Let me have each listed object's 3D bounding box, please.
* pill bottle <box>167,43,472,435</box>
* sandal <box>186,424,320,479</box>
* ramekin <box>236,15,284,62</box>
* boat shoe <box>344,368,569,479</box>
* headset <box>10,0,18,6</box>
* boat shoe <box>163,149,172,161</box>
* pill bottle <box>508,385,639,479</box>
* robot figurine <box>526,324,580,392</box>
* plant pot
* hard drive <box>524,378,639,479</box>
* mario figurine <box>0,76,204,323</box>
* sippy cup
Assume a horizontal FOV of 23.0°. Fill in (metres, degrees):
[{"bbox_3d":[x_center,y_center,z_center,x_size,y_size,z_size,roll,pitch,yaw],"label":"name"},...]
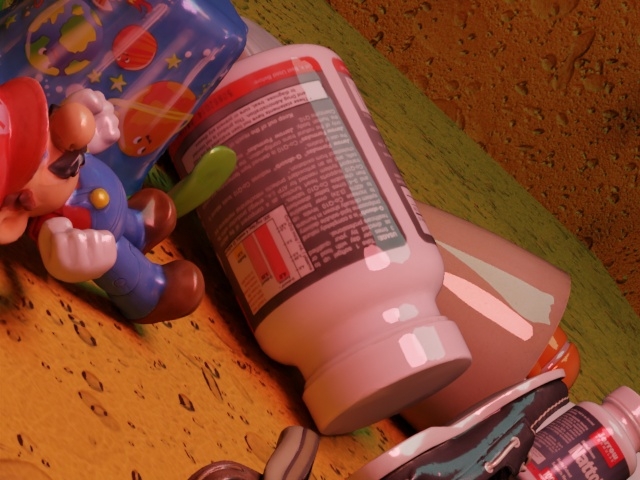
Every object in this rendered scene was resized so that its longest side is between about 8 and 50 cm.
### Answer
[{"bbox_3d":[0.000,0.000,1.609,0.363,0.210,0.210,64,18,16],"label":"pill bottle"},{"bbox_3d":[-0.067,0.210,1.142,0.086,0.120,0.303,21,11,5],"label":"sandal"},{"bbox_3d":[-0.067,-0.155,2.059,0.273,0.127,0.273,46,13,-14],"label":"ramekin"},{"bbox_3d":[0.154,0.218,1.586,0.302,0.114,0.091,-23,79,-35],"label":"boat shoe"},{"bbox_3d":[-0.190,-0.352,1.666,0.243,0.394,0.185,65,21,-4],"label":"headset"},{"bbox_3d":[-0.133,-0.125,1.781,0.340,0.127,0.158,33,29,-41],"label":"boat shoe"},{"bbox_3d":[0.313,0.256,1.874,0.108,0.180,0.108,52,-12,16],"label":"pill bottle"},{"bbox_3d":[0.297,0.157,2.335,0.219,0.128,0.158,48,-29,-1],"label":"robot figurine"},{"bbox_3d":[0.100,0.060,1.807,0.274,0.256,0.256,36,15,-7],"label":"plant pot"},{"bbox_3d":[0.316,0.259,2.025,0.307,0.040,0.203,28,19,5],"label":"hard drive"},{"bbox_3d":[-0.188,-0.044,1.267,0.198,0.170,0.320,23,-9,31],"label":"mario figurine"},{"bbox_3d":[-0.199,-0.178,1.507,0.305,0.224,0.240,45,14,-13],"label":"sippy cup"}]
